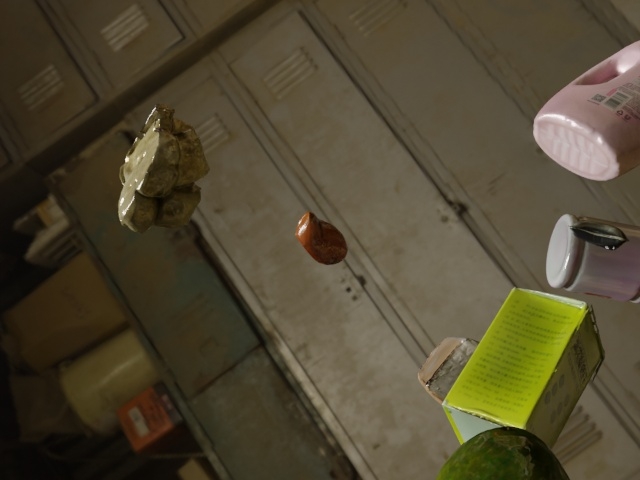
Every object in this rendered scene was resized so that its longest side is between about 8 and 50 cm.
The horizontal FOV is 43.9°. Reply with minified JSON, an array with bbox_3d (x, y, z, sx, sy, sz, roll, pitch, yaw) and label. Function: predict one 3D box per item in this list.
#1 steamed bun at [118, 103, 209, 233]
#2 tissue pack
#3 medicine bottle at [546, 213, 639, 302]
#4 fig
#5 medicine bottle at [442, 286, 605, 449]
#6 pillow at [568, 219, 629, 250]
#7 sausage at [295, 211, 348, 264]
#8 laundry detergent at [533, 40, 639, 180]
[{"bbox_3d":[-0.240,-0.098,1.225,0.106,0.192,0.177,23,-164,-26],"label":"steamed bun"},{"bbox_3d":[0.349,0.278,1.659,0.239,0.238,0.305,55,179,7],"label":"tissue pack"},{"bbox_3d":[0.773,0.054,2.075,0.315,0.202,0.202,11,179,0],"label":"medicine bottle"},{"bbox_3d":[0.194,0.371,0.999,0.206,0.275,0.206,60,-179,-1],"label":"fig"},{"bbox_3d":[0.310,0.209,1.196,0.141,0.250,0.137,11,142,42],"label":"medicine bottle"},{"bbox_3d":[0.651,-0.017,1.857,0.135,0.091,0.055,19,123,23],"label":"pillow"},{"bbox_3d":[0.000,0.000,1.768,0.179,0.089,0.089,43,-172,-49],"label":"sausage"},{"bbox_3d":[0.444,-0.208,1.078,0.159,0.335,0.088,38,152,32],"label":"laundry detergent"}]
